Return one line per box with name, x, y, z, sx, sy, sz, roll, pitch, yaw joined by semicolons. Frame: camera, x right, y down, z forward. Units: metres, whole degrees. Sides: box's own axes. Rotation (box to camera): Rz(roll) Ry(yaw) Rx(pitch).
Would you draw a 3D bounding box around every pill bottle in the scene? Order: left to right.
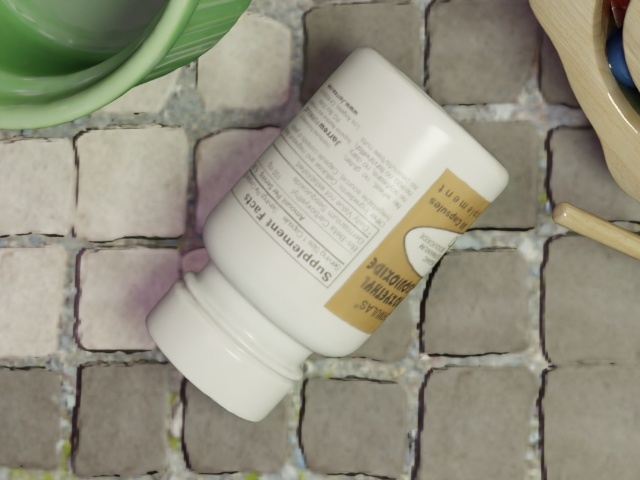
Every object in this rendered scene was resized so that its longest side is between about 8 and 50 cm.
pill bottle;0.000;0.000;1.140;0.131;0.131;0.229;44;97;17

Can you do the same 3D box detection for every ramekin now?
ramekin;-0.174;-0.232;1.174;0.303;0.148;0.303;5;102;24

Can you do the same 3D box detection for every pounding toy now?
pounding toy;0.222;-0.076;1.036;0.154;0.155;0.269;-13;112;43
